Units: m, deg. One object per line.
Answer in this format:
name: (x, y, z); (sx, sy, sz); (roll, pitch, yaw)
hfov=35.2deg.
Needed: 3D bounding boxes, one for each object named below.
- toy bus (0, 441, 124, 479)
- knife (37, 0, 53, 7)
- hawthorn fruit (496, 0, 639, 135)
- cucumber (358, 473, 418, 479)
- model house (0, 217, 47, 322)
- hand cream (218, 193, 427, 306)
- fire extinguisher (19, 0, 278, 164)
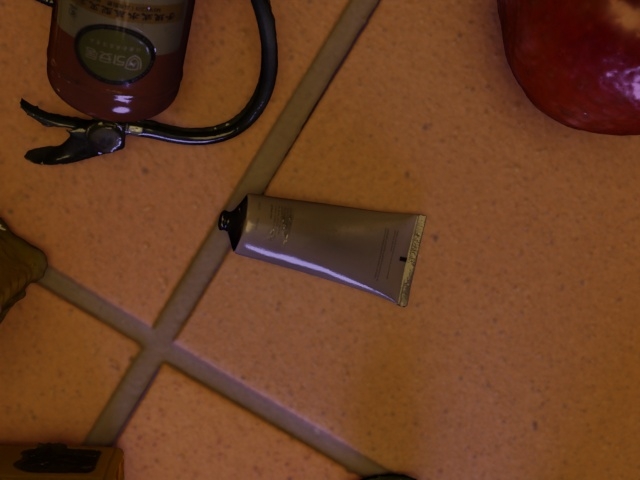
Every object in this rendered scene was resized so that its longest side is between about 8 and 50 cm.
toy bus: (-0.336, 0.252, 0.866); (0.330, 0.144, 0.152); (1, 96, -5)
knife: (-0.274, -0.237, 0.880); (0.121, 0.018, 0.031); (23, 92, -4)
hawthorn fruit: (0.257, -0.200, 0.794); (0.242, 0.271, 0.242); (1, 98, 6)
cucumber: (0.067, 0.329, 0.948); (0.078, 0.062, 0.211); (5, 104, 29)
model house: (-0.352, 0.034, 0.795); (0.193, 0.234, 0.175); (44, 92, -9)
hand cream: (0.000, 0.000, 0.911); (0.186, 0.054, 0.087); (13, 91, -11)
fire extinguisher: (-0.124, -0.198, 0.804); (0.200, 0.113, 0.376); (20, 125, 0)
